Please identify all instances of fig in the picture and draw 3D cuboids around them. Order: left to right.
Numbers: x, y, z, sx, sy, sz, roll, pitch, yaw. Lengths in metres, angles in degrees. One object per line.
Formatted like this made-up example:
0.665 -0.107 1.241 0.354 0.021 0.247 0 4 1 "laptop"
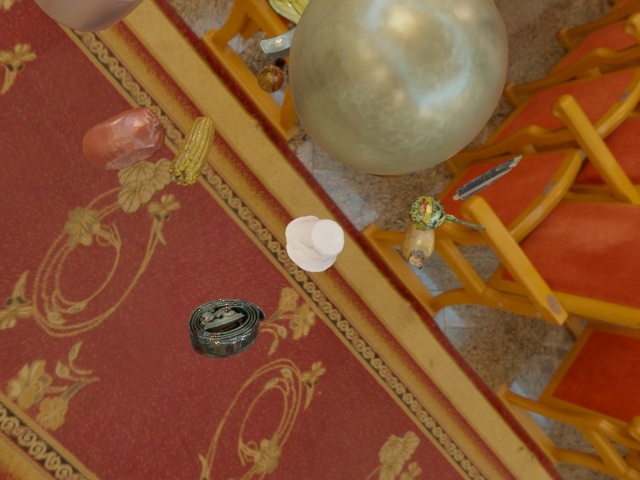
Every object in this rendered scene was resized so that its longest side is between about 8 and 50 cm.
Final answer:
-0.090 -0.297 0.838 0.050 0.083 0.050 0 89 -4 "fig"

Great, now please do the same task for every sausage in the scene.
-0.548 -0.282 1.312 0.255 0.148 0.148 -24 97 18 "sausage"

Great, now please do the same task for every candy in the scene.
0.363 -0.051 1.286 0.306 0.083 0.091 13 89 -35 "candy"

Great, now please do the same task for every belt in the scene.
-0.317 0.297 1.587 0.268 0.206 0.116 -10 126 -18 "belt"

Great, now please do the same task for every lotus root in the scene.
0.390 0.018 1.860 0.118 0.125 0.220 32 58 -21 "lotus root"

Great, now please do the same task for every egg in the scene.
0.090 -0.210 0.578 0.259 0.352 0.258 4 111 11 "egg"

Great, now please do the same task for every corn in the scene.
-0.422 -0.311 1.569 0.102 0.102 0.312 26 53 -20 "corn"

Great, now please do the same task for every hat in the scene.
0.000 0.000 1.493 0.203 0.126 0.203 8 74 -31 "hat"

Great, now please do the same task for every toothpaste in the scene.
0.394 -0.144 1.116 0.034 0.197 0.057 51 50 -2 "toothpaste"

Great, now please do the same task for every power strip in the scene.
-0.050 -0.560 1.247 0.137 0.216 0.044 -15 84 -61 "power strip"

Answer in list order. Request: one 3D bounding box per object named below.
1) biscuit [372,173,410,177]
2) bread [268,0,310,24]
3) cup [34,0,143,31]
0.185 -0.248 1.282 0.176 0.228 0.031 -20 138 10 "biscuit"
-0.037 -0.776 1.335 0.045 0.301 0.301 -34 101 -54 "bread"
-0.405 -0.502 0.788 0.192 0.200 0.252 -26 107 -39 "cup"
